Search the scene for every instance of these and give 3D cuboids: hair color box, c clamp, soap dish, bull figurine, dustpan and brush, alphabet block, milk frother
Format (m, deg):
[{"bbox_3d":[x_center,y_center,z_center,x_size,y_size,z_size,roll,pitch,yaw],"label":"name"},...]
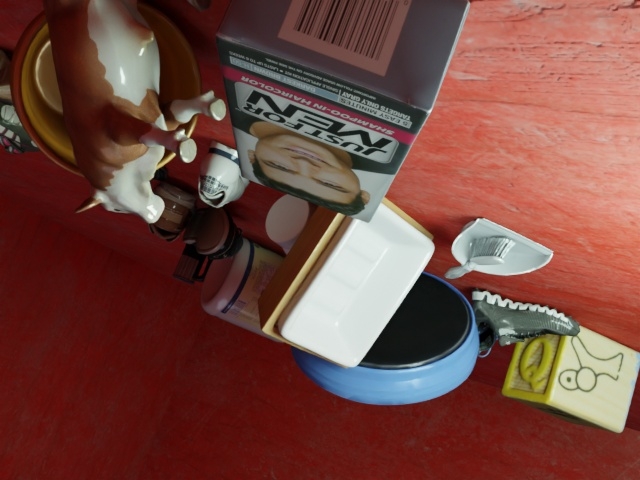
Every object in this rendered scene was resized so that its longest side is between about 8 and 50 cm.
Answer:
[{"bbox_3d":[0.009,-0.140,0.715,0.185,0.114,0.374,20,168,1],"label":"hair color box"},{"bbox_3d":[-0.402,-0.169,1.473,0.137,0.022,0.161,15,168,-4],"label":"c clamp"},{"bbox_3d":[0.043,0.059,1.153,0.229,0.291,0.118,32,-178,-41],"label":"soap dish"},{"bbox_3d":[-0.192,-0.156,0.659,0.188,0.310,0.101,2,-158,31],"label":"bull figurine"},{"bbox_3d":[0.268,0.030,1.127,0.147,0.060,0.211,24,167,-12],"label":"dustpan and brush"},{"bbox_3d":[0.561,0.302,1.503,0.197,0.192,0.193,24,165,-12],"label":"alphabet block"},{"bbox_3d":[-0.440,0.065,2.240,0.129,0.135,0.143,11,164,36],"label":"milk frother"}]

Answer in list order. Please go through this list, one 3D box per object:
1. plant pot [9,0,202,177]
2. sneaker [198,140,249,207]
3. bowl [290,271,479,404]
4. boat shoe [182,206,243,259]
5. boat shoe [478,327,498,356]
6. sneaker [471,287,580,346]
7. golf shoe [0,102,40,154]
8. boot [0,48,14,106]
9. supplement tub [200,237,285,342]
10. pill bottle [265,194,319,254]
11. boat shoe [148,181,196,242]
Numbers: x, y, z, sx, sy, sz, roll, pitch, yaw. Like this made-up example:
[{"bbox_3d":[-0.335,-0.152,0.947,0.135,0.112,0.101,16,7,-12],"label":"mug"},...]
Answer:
[{"bbox_3d":[-0.273,-0.192,0.812,0.205,0.205,0.188,30,180,-36],"label":"plant pot"},{"bbox_3d":[-0.187,-0.104,1.226,0.090,0.095,0.235,19,169,2],"label":"sneaker"},{"bbox_3d":[0.131,0.174,1.374,0.391,0.391,0.077,15,124,26],"label":"bowl"},{"bbox_3d":[-0.249,-0.008,1.655,0.113,0.127,0.340,25,168,-23],"label":"boat shoe"},{"bbox_3d":[0.361,0.225,1.544,0.258,0.109,0.089,-1,-144,-49],"label":"boat shoe"},{"bbox_3d":[0.420,0.181,1.409,0.234,0.106,0.078,15,167,26],"label":"sneaker"},{"bbox_3d":[-0.634,-0.255,1.354,0.120,0.105,0.273,3,171,7],"label":"golf shoe"},{"bbox_3d":[-0.492,-0.238,1.155,0.248,0.090,0.207,14,164,15],"label":"boot"},{"bbox_3d":[-0.152,0.153,1.915,0.324,0.235,0.235,27,166,-24],"label":"supplement tub"},{"bbox_3d":[0.000,0.000,1.293,0.121,0.121,0.221,10,164,39],"label":"pill bottle"},{"bbox_3d":[-0.380,-0.061,1.646,0.123,0.116,0.324,23,171,-7],"label":"boat shoe"}]
